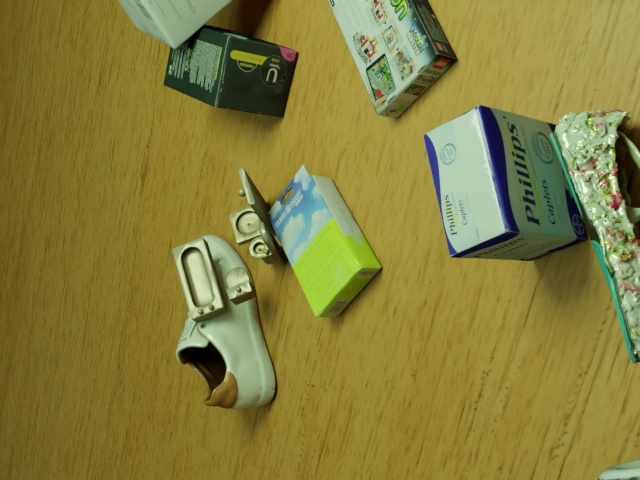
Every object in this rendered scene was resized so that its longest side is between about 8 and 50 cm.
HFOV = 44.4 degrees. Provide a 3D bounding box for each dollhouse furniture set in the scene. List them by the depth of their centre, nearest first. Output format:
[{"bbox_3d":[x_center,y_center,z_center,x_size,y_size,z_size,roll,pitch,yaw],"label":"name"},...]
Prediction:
[{"bbox_3d":[-0.140,0.011,1.089,0.151,0.123,0.144,-21,68,2],"label":"dollhouse furniture set"}]

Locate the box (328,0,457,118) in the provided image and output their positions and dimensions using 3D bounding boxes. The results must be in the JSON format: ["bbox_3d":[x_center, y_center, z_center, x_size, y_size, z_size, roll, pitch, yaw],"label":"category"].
[{"bbox_3d":[0.080,-0.267,0.963,0.114,0.036,0.207,-41,58,40],"label":"box"}]

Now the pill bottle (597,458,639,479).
[{"bbox_3d":[0.310,0.289,0.598,0.130,0.130,0.246,-28,67,45],"label":"pill bottle"}]

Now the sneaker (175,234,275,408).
[{"bbox_3d":[-0.163,0.112,1.167,0.106,0.123,0.290,-49,53,39],"label":"sneaker"}]

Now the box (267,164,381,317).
[{"bbox_3d":[0.000,0.000,1.040,0.109,0.042,0.178,-51,52,34],"label":"box"}]

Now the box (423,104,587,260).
[{"bbox_3d":[0.180,-0.051,0.759,0.072,0.137,0.126,-25,69,45],"label":"box"}]

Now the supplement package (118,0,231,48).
[{"bbox_3d":[-0.178,-0.413,1.105,0.244,0.139,0.134,-44,45,-10],"label":"supplement package"}]

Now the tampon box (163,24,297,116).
[{"bbox_3d":[-0.135,-0.254,1.149,0.161,0.120,0.102,30,112,46],"label":"tampon box"}]

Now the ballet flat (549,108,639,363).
[{"bbox_3d":[0.274,-0.013,0.695,0.077,0.091,0.241,-21,75,24],"label":"ballet flat"}]
